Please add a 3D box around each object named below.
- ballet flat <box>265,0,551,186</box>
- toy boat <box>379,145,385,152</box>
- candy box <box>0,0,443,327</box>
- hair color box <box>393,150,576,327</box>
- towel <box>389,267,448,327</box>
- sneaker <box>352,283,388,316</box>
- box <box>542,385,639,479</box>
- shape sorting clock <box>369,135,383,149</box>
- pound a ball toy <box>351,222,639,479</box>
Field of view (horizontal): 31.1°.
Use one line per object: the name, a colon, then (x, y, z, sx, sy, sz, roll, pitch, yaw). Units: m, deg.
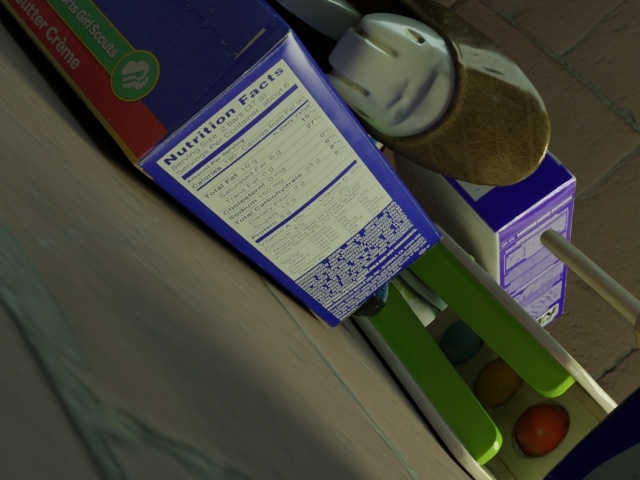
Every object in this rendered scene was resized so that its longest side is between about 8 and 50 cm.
ballet flat: (0.021, -0.161, 0.859, 0.342, 0.116, 0.124, 48, 22, 24)
toy boat: (-0.011, -0.066, 1.256, 0.231, 0.151, 0.151, 129, -39, -80)
candy box: (-0.076, -0.106, 0.788, 0.268, 0.122, 0.317, 50, 2, 30)
hair color box: (0.179, -0.021, 1.271, 0.185, 0.110, 0.339, 51, -11, 26)
towel: (0.082, 0.035, 1.573, 0.374, 0.090, 0.320, 46, 4, -39)
sneaker: (0.000, 0.000, 1.048, 0.191, 0.071, 0.083, 49, -2, 26)
box: (0.174, 0.139, 0.493, 0.137, 0.072, 0.126, 49, 2, 28)
shape sorting clock: (-0.039, -0.117, 1.076, 0.206, 0.206, 0.040, -128, -143, -56)
pound a ball toy: (0.182, 0.096, 1.019, 0.136, 0.208, 0.319, 45, 3, -32)
